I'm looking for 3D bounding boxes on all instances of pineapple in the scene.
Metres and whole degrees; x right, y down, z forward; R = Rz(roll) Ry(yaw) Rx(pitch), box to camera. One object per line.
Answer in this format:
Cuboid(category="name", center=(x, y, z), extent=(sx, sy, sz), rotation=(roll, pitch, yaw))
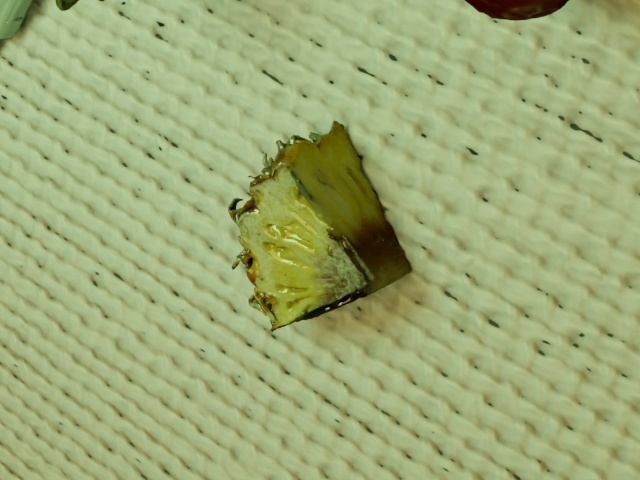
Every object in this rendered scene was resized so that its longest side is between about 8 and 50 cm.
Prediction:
Cuboid(category="pineapple", center=(0.000, 0.000, 1.732), extent=(0.186, 0.114, 0.236), rotation=(24, 127, 30))

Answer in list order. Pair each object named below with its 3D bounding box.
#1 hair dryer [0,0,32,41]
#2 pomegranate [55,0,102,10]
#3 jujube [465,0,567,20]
Cuboid(category="hair dryer", center=(-0.355, -0.324, 1.909), extent=(0.173, 0.107, 0.357), rotation=(54, 135, 15))
Cuboid(category="pomegranate", center=(-0.184, -0.374, 1.630), extent=(0.231, 0.286, 0.231), rotation=(10, 124, 16))
Cuboid(category="jujube", center=(0.168, -0.319, 1.431), extent=(0.232, 0.213, 0.213), rotation=(53, 129, 10))
